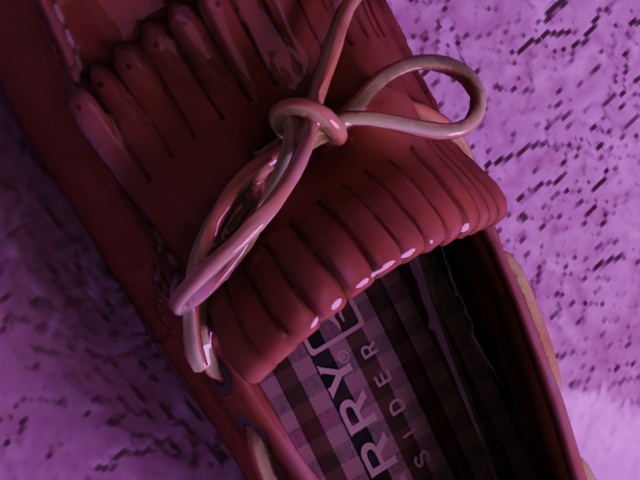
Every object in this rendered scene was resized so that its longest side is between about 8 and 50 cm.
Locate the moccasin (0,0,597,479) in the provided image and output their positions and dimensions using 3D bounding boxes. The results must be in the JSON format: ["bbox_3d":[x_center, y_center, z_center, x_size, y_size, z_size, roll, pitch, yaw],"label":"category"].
[{"bbox_3d":[-0.003,0.001,0.571,0.139,0.147,0.380,-25,104,-23],"label":"moccasin"}]
